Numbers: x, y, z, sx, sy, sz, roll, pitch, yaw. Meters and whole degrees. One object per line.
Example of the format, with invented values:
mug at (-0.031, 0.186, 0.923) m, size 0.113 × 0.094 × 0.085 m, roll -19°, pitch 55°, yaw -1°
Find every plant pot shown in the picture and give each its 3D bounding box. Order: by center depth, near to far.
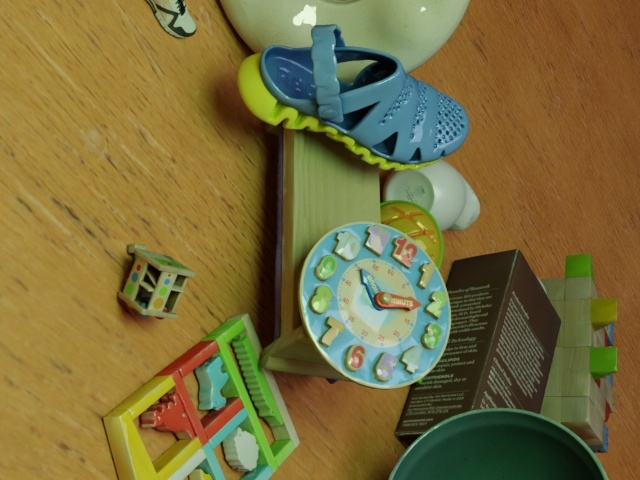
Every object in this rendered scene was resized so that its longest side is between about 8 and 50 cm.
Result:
plant pot at (0.245, 0.400, 1.318) m, size 0.196 × 0.293 × 0.293 m, roll 68°, pitch 33°, yaw -46°

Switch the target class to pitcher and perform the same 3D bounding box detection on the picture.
pitcher at (0.168, -0.094, 1.592) m, size 0.177 × 0.125 × 0.207 m, roll 61°, pitch 23°, yaw 11°

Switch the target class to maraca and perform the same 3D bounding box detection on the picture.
maraca at (0.105, 0.031, 1.373) m, size 0.099 × 0.127 × 0.185 m, roll 87°, pitch 14°, yaw -73°

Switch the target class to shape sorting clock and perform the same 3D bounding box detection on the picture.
shape sorting clock at (0.068, 0.074, 1.169) m, size 0.206 × 0.040 × 0.206 m, roll 12°, pitch 63°, yaw -25°

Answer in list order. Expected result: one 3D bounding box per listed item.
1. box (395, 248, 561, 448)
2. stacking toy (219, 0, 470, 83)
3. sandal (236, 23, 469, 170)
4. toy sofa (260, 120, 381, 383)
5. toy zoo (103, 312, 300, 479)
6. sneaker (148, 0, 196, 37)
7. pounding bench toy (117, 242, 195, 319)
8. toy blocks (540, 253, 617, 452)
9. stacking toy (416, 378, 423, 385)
box at (0.269, 0.216, 1.616) m, size 0.191 × 0.143 × 0.381 m, roll 54°, pitch 44°, yaw -29°
stacking toy at (0.065, -0.449, 1.434) m, size 0.350 × 0.351 × 0.480 m, roll 64°, pitch 22°, yaw -19°
sandal at (0.063, -0.179, 1.224) m, size 0.317 × 0.138 × 0.126 m, roll 11°, pitch 61°, yaw -30°
toy sofa at (0.000, 0.000, 1.297) m, size 0.150 × 0.177 × 0.362 m, roll 12°, pitch 63°, yaw -27°
toy zoo at (-0.140, 0.234, 1.140) m, size 0.293 × 0.030 × 0.192 m, roll -37°, pitch 111°, yaw -52°
sneaker at (-0.185, -0.294, 1.211) m, size 0.109 × 0.044 × 0.040 m, roll 49°, pitch 43°, yaw -37°
pounding bench toy at (-0.194, 0.046, 1.104) m, size 0.052 × 0.083 × 0.065 m, roll 16°, pitch 100°, yaw -49°
toy blocks at (0.504, 0.256, 1.919) m, size 0.261 × 0.191 × 0.381 m, roll 48°, pitch 44°, yaw -51°
stacking toy at (0.146, 0.092, 1.489) m, size 0.167 × 0.052 × 0.221 m, roll 57°, pitch 31°, yaw -65°
